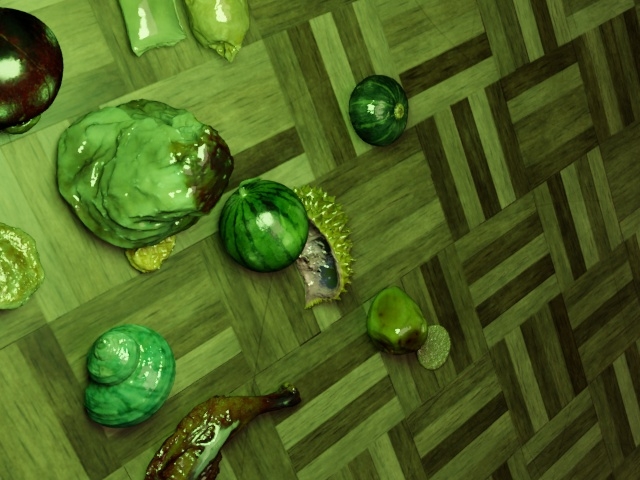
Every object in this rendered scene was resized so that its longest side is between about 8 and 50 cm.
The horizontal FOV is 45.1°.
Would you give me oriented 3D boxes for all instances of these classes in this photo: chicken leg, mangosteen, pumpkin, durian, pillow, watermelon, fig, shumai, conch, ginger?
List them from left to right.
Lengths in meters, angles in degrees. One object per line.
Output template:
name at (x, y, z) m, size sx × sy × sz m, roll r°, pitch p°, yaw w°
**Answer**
mangosteen at (-0.536, -0.273, 1.292) m, size 0.216 × 0.216 × 0.216 m, roll -3°, pitch 95°, yaw -34°
conch at (-0.372, 0.254, 1.475) m, size 0.196 × 0.134 × 0.202 m, roll -44°, pitch 116°, yaw -26°
pillow at (-0.338, -0.470, 1.501) m, size 0.119 × 0.053 × 0.208 m, roll -21°, pitch 102°, yaw -34°
shumai at (-0.298, -0.145, 1.405) m, size 0.304 × 0.263 × 0.309 m, roll 31°, pitch 67°, yaw -26°
ginger at (-0.209, -0.493, 1.539) m, size 0.152 × 0.138 × 0.267 m, roll 2°, pitch 87°, yaw -40°
chicken leg at (-0.204, 0.406, 1.629) m, size 0.407 × 0.096 × 0.157 m, roll -35°, pitch 116°, yaw -30°
watermelon at (-0.123, -0.036, 1.594) m, size 0.188 × 0.188 × 0.214 m, roll -53°, pitch 129°, yaw -20°
durian at (0.014, -0.005, 1.745) m, size 0.260 × 0.154 × 0.186 m, roll 65°, pitch 36°, yaw -28°
pumpkin at (0.134, -0.303, 1.792) m, size 0.167 × 0.125 × 0.167 m, roll -30°, pitch 131°, yaw -41°
fig at (0.180, 0.194, 1.850) m, size 0.154 × 0.144 × 0.165 m, roll 8°, pitch 64°, yaw -67°

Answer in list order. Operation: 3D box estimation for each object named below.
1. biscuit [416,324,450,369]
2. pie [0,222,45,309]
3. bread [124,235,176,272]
biscuit at (0.295, 0.278, 2.006) m, size 0.120 × 0.015 × 0.120 m, roll -2°, pitch 94°, yaw -33°
pie at (-0.582, 0.045, 1.354) m, size 0.194 × 0.079 × 0.163 m, roll 19°, pitch 73°, yaw -33°
bread at (-0.337, 0.011, 1.538) m, size 0.083 × 0.044 × 0.110 m, roll 41°, pitch 68°, yaw -31°
